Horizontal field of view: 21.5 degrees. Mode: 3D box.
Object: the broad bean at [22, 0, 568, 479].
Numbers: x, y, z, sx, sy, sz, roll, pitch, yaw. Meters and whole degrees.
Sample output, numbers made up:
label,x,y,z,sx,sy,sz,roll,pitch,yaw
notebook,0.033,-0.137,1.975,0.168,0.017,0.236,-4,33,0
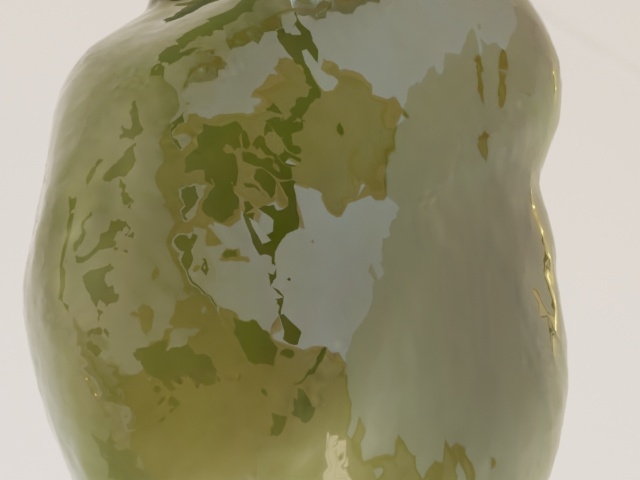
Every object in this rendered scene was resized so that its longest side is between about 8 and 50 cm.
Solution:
label,x,y,z,sx,sy,sz,roll,pitch,yaw
broad bean,0.000,0.000,0.444,0.169,0.100,0.228,20,-128,-39
